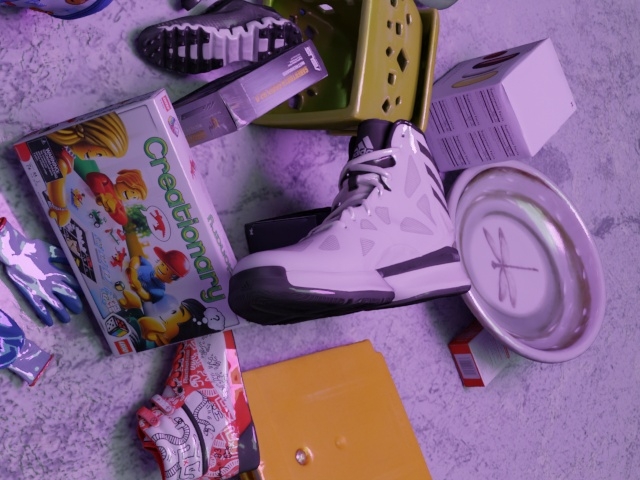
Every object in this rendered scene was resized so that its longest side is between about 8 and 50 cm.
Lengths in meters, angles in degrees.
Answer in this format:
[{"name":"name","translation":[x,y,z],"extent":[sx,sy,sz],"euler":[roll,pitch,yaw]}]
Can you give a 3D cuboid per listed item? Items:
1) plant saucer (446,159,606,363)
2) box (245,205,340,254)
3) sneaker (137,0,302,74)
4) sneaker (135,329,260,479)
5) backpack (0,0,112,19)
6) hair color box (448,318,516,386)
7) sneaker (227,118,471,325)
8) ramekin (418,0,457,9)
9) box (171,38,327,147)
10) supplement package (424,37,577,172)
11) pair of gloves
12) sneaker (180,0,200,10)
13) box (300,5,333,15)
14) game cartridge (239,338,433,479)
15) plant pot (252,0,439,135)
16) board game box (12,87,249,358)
[{"name":"plant saucer","translation":[0.362,0.043,1.738],"extent":[0.400,0.100,0.401],"euler":[15,61,-30]},{"name":"box","translation":[0.000,0.000,1.397],"extent":[0.158,0.156,0.093],"euler":[-13,95,-44]},{"name":"sneaker","translation":[-0.151,-0.298,1.338],"extent":[0.234,0.106,0.078],"euler":[-9,133,-20]},{"name":"sneaker","translation":[-0.181,0.190,1.244],"extent":[0.144,0.090,0.270],"euler":[-11,72,-17]},{"name":"backpack","translation":[-0.312,-0.395,1.093],"extent":[0.213,0.276,0.264],"euler":[11,91,-41]},{"name":"hair color box","translation":[0.318,0.193,1.751],"extent":[0.167,0.053,0.093],"euler":[-33,106,-40]},{"name":"sneaker","translation":[0.028,-0.033,1.232],"extent":[0.447,0.169,0.258],"euler":[-2,79,-53]},{"name":"ramekin","translation":[0.215,-0.574,1.627],"extent":[0.303,0.148,0.304],"euler":[27,54,-44]},{"name":"box","translation":[-0.129,-0.182,1.241],"extent":[0.183,0.231,0.056],"euler":[-40,109,-40]},{"name":"supplement package","translation":[0.316,-0.244,1.695],"extent":[0.194,0.203,0.149],"euler":[-43,114,-39]},{"name":"pair of gloves","translation":[-0.371,0.080,1.126],"extent":[0.159,0.023,0.198],"euler":[44,56,-29]},{"name":"sneaker","translation":[-0.182,-0.418,1.346],"extent":[0.089,0.051,0.170],"euler":[39,62,-26]},{"name":"box","translation":[0.017,-0.402,1.548],"extent":[0.081,0.028,0.136],"euler":[56,50,-25]},{"name":"game cartridge","translation":[0.015,0.309,1.395],"extent":[0.323,0.052,0.285],"euler":[-7,71,-45]},{"name":"plant pot","translation":[0.049,-0.270,1.421],"extent":[0.207,0.227,0.228],"euler":[9,87,-46]},{"name":"board game box","translation":[-0.223,-0.013,1.149],"extent":[0.053,0.192,0.305],"euler":[-69,140,-65]}]
